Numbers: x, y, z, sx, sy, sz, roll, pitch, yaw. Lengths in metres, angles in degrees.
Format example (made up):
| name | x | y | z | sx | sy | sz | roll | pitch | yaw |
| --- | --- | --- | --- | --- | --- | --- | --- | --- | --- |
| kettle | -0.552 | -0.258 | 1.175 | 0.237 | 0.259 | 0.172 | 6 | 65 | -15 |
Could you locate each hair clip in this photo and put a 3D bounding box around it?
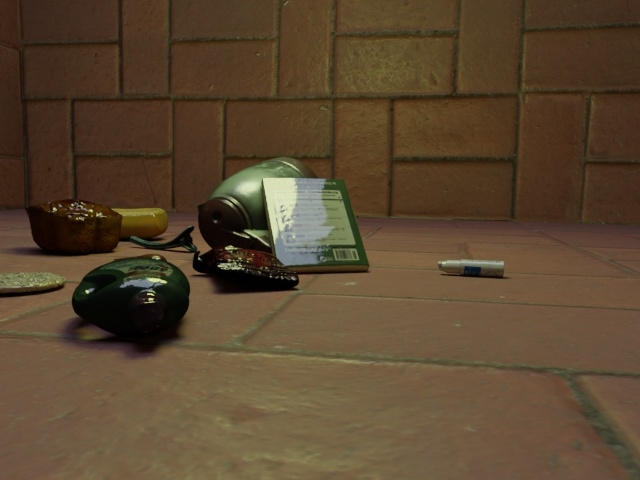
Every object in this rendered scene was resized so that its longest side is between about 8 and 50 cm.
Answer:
| name | x | y | z | sx | sy | sz | roll | pitch | yaw |
| --- | --- | --- | --- | --- | --- | --- | --- | --- | --- |
| hair clip | -0.431 | 0.004 | 1.520 | 0.230 | 0.070 | 0.039 | -4 | 6 | 27 |

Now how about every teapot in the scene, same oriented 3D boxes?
| name | x | y | z | sx | sy | sz | roll | pitch | yaw |
| --- | --- | --- | --- | --- | --- | --- | --- | --- | --- |
| teapot | -0.128 | -0.048 | 1.379 | 0.315 | 0.233 | 0.312 | 27 | 31 | 23 |

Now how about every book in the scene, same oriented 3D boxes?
| name | x | y | z | sx | sy | sz | roll | pitch | yaw |
| --- | --- | --- | --- | --- | --- | --- | --- | --- | --- |
| book | -0.017 | -0.040 | 1.243 | 0.202 | 0.027 | 0.264 | -1 | 50 | -16 |

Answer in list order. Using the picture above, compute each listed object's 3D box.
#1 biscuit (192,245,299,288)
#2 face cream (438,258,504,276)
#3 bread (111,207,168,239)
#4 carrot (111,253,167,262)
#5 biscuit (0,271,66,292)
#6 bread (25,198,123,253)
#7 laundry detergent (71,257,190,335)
| name | x | y | z | sx | sy | sz | roll | pitch | yaw |
| --- | --- | --- | --- | --- | --- | --- | --- | --- | --- |
| biscuit | -0.146 | 0.046 | 1.053 | 0.151 | 0.063 | 0.235 | 11 | -3 | -23 |
| face cream | 0.309 | 0.055 | 1.158 | 0.130 | 0.034 | 0.034 | 3 | 6 | 13 |
| bread | -0.590 | -0.051 | 1.767 | 0.217 | 0.098 | 0.147 | -1 | 7 | 2 |
| carrot | -0.335 | 0.052 | 1.035 | 0.055 | 0.055 | 0.162 | -5 | 1 | -45 |
| biscuit | -0.507 | 0.071 | 0.943 | 0.152 | 0.020 | 0.152 | 1 | 4 | 0 |
| bread | -0.626 | -0.040 | 1.460 | 0.232 | 0.135 | 0.247 | -4 | 7 | -43 |
| laundry detergent | -0.233 | 0.074 | 0.696 | 0.144 | 0.078 | 0.222 | -3 | 9 | -17 |
